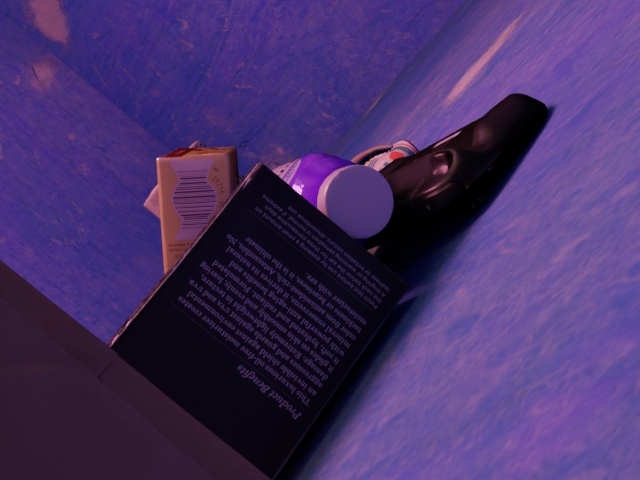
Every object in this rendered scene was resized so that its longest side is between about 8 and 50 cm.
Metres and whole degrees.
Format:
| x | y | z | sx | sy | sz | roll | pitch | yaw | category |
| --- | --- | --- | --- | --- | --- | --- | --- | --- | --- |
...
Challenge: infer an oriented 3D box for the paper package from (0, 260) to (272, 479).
| x | y | z | sx | sy | sz | roll | pitch | yaw | category |
| --- | --- | --- | --- | --- | --- | --- | --- | --- | --- |
| -0.214 | 0.210 | 0.572 | 0.325 | 0.309 | 0.168 | -45 | 8 | 33 | paper package |

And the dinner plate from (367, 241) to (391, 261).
| x | y | z | sx | sy | sz | roll | pitch | yaw | category |
| --- | --- | --- | --- | --- | --- | --- | --- | --- | --- |
| 0.048 | 0.028 | 1.138 | 0.141 | 0.017 | 0.141 | -50 | 5 | 6 | dinner plate |

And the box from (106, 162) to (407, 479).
| x | y | z | sx | sy | sz | roll | pitch | yaw | category |
| --- | --- | --- | --- | --- | --- | --- | --- | --- | --- |
| -0.112 | 0.131 | 0.899 | 0.294 | 0.183 | 0.296 | -52 | 4 | -25 | box |

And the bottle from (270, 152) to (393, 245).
| x | y | z | sx | sy | sz | roll | pitch | yaw | category |
| --- | --- | --- | --- | --- | --- | --- | --- | --- | --- |
| -0.010 | -0.029 | 0.984 | 0.118 | 0.092 | 0.283 | -61 | 15 | -10 | bottle |

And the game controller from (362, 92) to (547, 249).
| x | y | z | sx | sy | sz | roll | pitch | yaw | category |
| --- | --- | --- | --- | --- | --- | --- | --- | --- | --- |
| 0.108 | -0.059 | 1.007 | 0.166 | 0.067 | 0.319 | -37 | 5 | -22 | game controller |

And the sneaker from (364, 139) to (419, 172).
| x | y | z | sx | sy | sz | roll | pitch | yaw | category |
| --- | --- | --- | --- | --- | --- | --- | --- | --- | --- |
| 0.082 | -0.085 | 1.379 | 0.075 | 0.057 | 0.161 | -48 | 7 | -28 | sneaker |

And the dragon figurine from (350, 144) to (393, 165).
| x | y | z | sx | sy | sz | roll | pitch | yaw | category |
| --- | --- | --- | --- | --- | --- | --- | --- | --- | --- |
| 0.000 | 0.000 | 1.287 | 0.289 | 0.144 | 0.085 | -37 | 9 | -15 | dragon figurine |

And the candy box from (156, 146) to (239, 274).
| x | y | z | sx | sy | sz | roll | pitch | yaw | category |
| --- | --- | --- | --- | --- | --- | --- | --- | --- | --- |
| -0.138 | 0.047 | 1.190 | 0.183 | 0.088 | 0.316 | -95 | 3 | -82 | candy box |

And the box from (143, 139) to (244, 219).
| x | y | z | sx | sy | sz | roll | pitch | yaw | category |
| --- | --- | --- | --- | --- | --- | --- | --- | --- | --- |
| -0.132 | -0.023 | 1.536 | 0.113 | 0.275 | 0.094 | -46 | 7 | 29 | box |
